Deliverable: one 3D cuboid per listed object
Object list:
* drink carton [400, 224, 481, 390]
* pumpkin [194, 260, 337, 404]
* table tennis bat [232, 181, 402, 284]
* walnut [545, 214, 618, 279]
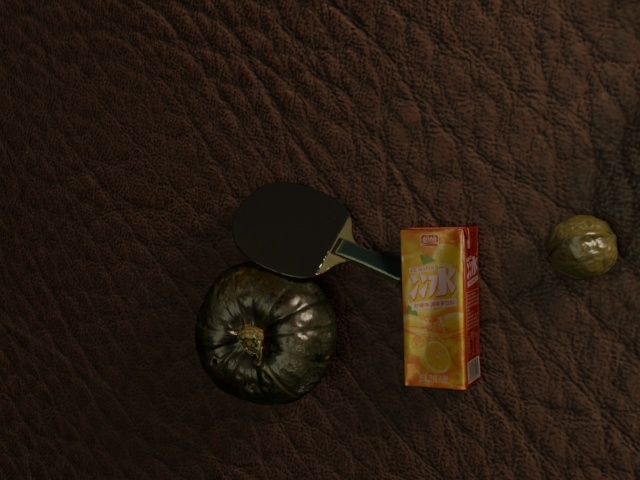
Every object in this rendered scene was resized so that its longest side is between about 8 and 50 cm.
[{"bbox_3d":[0.169,0.091,1.266,0.096,0.071,0.223,1,95,28],"label":"drink carton"},{"bbox_3d":[-0.084,0.137,1.349,0.224,0.157,0.223,0,89,19],"label":"pumpkin"},{"bbox_3d":[0.000,0.000,1.326,0.274,0.021,0.154,23,63,15],"label":"table tennis bat"},{"bbox_3d":[0.338,0.009,1.170,0.092,0.092,0.092,3,96,27],"label":"walnut"}]
